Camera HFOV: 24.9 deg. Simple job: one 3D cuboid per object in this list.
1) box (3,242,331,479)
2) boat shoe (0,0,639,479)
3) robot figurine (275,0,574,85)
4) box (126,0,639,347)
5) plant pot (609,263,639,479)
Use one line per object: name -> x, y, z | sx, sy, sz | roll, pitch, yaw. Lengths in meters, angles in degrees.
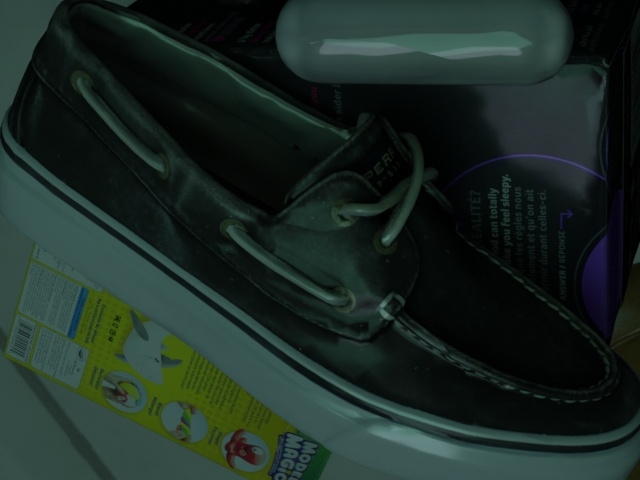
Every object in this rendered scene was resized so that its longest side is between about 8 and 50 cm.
box -> -0.066, 0.052, 0.742 | 0.179, 0.043, 0.105 | 27, 123, 6
boat shoe -> 0.000, 0.000, 0.642 | 0.335, 0.121, 0.119 | 26, 126, 8
robot figurine -> 0.057, -0.213, 0.644 | 0.354, 0.200, 0.299 | 3, 77, 17
box -> 0.027, -0.046, 0.766 | 0.270, 0.143, 0.165 | 4, 117, 17
plant pot -> 0.230, 0.120, 0.844 | 0.236, 0.032, 0.236 | 7, 116, 16
